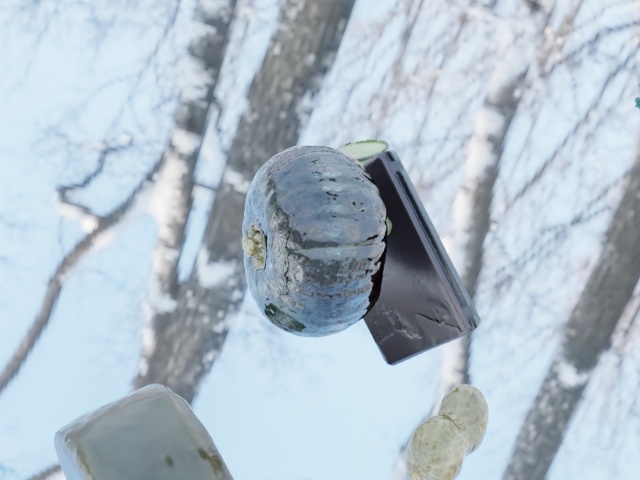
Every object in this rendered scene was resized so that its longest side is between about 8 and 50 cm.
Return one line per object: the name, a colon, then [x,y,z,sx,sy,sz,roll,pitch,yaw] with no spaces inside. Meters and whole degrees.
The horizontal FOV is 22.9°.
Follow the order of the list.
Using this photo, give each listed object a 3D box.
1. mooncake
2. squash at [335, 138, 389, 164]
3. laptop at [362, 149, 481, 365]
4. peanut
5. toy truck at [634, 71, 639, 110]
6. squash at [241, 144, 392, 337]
mooncake: [-0.176,0.304,1.780,0.155,0.284,0.284,-25,-132,-17]
squash: [0.087,-0.044,2.405,0.094,0.224,0.094,-15,-157,7]
laptop: [0.075,0.021,1.668,0.026,0.154,0.207,-24,-94,-39]
peanut: [0.175,0.270,2.181,0.089,0.089,0.193,28,-138,13]
toy truck: [0.521,-0.206,2.312,0.116,0.110,0.216,-20,-160,12]
squash: [-0.005,0.001,1.583,0.156,0.193,0.193,18,-150,-17]
